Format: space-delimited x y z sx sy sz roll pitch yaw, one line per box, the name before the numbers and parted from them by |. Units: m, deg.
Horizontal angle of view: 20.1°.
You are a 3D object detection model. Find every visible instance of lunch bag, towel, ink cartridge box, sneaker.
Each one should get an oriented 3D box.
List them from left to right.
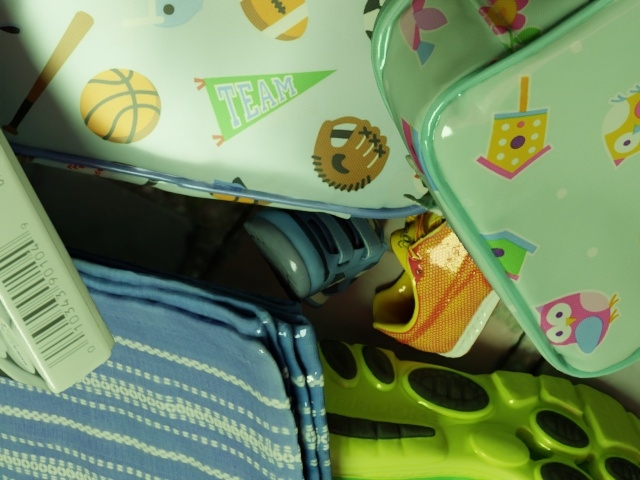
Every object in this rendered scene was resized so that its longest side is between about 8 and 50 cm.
ink cartridge box | -0.203 -0.031 0.879 0.045 0.208 0.206 -36 110 -25
towel | -0.097 0.156 1.014 0.243 0.040 0.336 13 124 30
lunch bag | -0.052 -0.147 0.875 0.303 0.115 0.243 11 116 -8
sneaker | 0.000 0.000 0.950 0.059 0.144 0.053 -32 85 5
sneaker | 0.083 0.139 1.051 0.296 0.109 0.123 18 140 -12
sneaker | 0.078 -0.003 0.971 0.067 0.064 0.175 17 125 -13
lunch bag | 0.170 -0.074 0.831 0.279 0.108 0.224 -33 131 3
